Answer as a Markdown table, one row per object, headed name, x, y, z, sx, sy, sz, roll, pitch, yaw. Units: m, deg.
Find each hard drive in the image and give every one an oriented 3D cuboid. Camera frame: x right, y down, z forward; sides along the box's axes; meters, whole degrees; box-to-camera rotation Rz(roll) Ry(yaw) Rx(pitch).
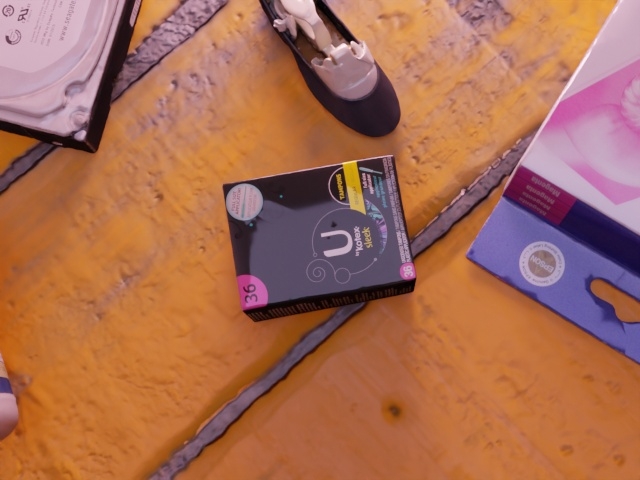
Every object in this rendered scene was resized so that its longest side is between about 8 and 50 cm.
| name | x | y | z | sx | sy | sz | roll | pitch | yaw |
| --- | --- | --- | --- | --- | --- | --- | --- | --- | --- |
| hard drive | -0.354 | -0.241 | 1.225 | 0.338 | 0.064 | 0.237 | 15 | 81 | 6 |

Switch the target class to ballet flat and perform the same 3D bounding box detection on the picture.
| name | x | y | z | sx | sy | sz | roll | pitch | yaw |
| --- | --- | --- | --- | --- | --- | --- | --- | --- | --- |
| ballet flat | 0.005 | -0.187 | 1.195 | 0.074 | 0.074 | 0.203 | -36 | 81 | -3 |

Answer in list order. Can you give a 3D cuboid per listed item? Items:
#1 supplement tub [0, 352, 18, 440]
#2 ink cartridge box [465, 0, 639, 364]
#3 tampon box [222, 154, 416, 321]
| name | x | y | z | sx | sy | sz | roll | pitch | yaw |
| --- | --- | --- | --- | --- | --- | --- | --- | --- | --- |
| supplement tub | -0.419 | 0.055 | 1.094 | 0.228 | 0.228 | 0.316 | -19 | 80 | -1 |
| ink cartridge box | 0.357 | -0.043 | 1.156 | 0.324 | 0.071 | 0.330 | 31 | 82 | 7 |
| tampon box | 0.000 | 0.000 | 1.147 | 0.161 | 0.101 | 0.121 | -11 | 80 | 1 |
